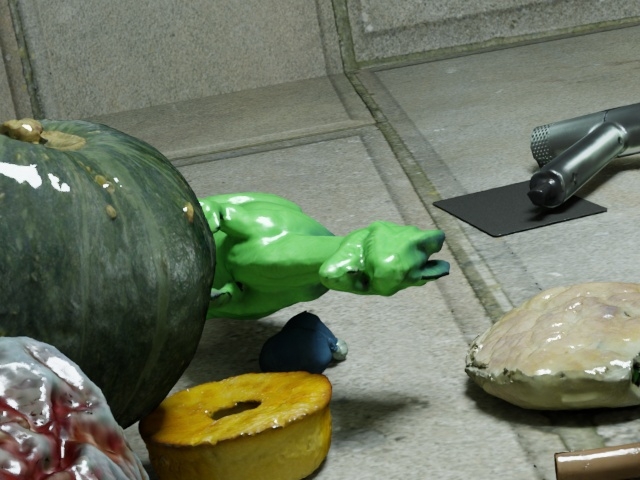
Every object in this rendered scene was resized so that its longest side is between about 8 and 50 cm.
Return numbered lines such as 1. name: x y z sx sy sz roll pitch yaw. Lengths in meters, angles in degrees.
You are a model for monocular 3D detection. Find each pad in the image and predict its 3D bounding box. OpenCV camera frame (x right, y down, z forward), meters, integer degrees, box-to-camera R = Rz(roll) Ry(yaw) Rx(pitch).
1. pad: 0.232 -0.041 1.657 0.143 0.003 0.211 -13 15 -12

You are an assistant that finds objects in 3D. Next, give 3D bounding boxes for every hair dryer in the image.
1. hair dryer: 0.384 -0.094 1.646 0.320 0.155 0.284 -16 28 30

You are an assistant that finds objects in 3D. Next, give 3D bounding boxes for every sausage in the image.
1. sausage: 0.213 0.145 0.929 0.116 0.026 0.026 -9 15 0

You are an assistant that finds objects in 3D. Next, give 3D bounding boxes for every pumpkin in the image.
1. pumpkin: -0.247 0.037 1.008 0.328 0.257 0.291 -1 9 -35

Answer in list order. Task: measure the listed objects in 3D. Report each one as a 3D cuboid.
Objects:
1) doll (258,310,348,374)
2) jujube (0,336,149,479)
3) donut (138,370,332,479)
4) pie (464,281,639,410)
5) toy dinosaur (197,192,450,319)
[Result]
1. doll: -0.022 0.097 1.222 0.076 0.050 0.083 -10 16 16
2. jujube: -0.197 0.174 0.729 0.226 0.226 0.317 -11 17 -4
3. donut: -0.060 0.145 1.042 0.152 0.058 0.152 -10 14 2
4. pie: 0.207 0.080 1.123 0.185 0.052 0.218 4 22 37
5. toy dinosaur: 0.000 0.000 1.304 0.375 0.143 0.500 -4 3 26
